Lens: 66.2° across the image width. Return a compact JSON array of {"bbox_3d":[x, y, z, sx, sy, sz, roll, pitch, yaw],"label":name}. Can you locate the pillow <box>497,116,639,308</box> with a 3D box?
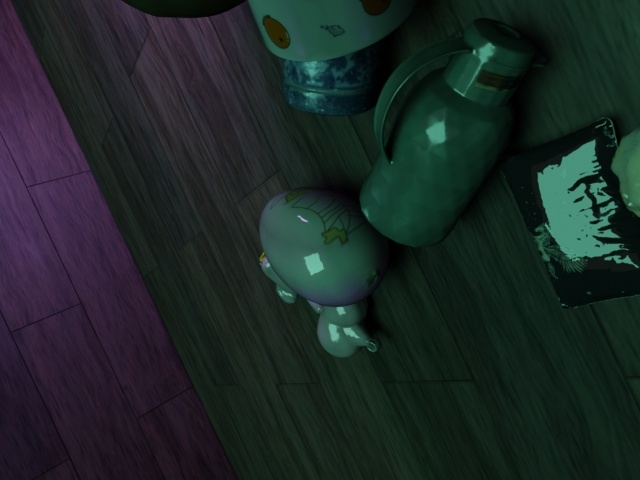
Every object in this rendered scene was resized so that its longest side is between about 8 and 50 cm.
[{"bbox_3d":[0.307,-0.024,0.576,0.141,0.055,0.208,-22,93,49],"label":"pillow"}]

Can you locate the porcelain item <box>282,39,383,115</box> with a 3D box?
[{"bbox_3d":[0.016,-0.252,0.727,0.147,0.147,0.114,32,134,37],"label":"porcelain item"}]

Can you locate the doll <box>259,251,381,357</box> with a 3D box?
[{"bbox_3d":[-0.013,0.111,1.028,0.365,0.094,0.160,39,129,30],"label":"doll"}]

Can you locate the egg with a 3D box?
[{"bbox_3d":[0.000,0.000,0.865,0.271,0.197,0.196,52,145,40],"label":"egg"}]

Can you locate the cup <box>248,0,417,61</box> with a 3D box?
[{"bbox_3d":[-0.023,-0.392,0.531,0.212,0.212,0.317,33,161,36],"label":"cup"}]

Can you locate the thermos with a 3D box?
[{"bbox_3d":[0.144,-0.131,0.619,0.286,0.182,0.144,110,151,-45],"label":"thermos"}]

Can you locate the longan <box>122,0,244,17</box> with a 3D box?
[{"bbox_3d":[-0.218,-0.530,0.733,0.361,0.361,0.360,29,131,39],"label":"longan"}]

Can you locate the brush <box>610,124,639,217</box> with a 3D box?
[{"bbox_3d":[0.373,-0.107,0.354,0.174,0.166,0.266,52,140,17],"label":"brush"}]
